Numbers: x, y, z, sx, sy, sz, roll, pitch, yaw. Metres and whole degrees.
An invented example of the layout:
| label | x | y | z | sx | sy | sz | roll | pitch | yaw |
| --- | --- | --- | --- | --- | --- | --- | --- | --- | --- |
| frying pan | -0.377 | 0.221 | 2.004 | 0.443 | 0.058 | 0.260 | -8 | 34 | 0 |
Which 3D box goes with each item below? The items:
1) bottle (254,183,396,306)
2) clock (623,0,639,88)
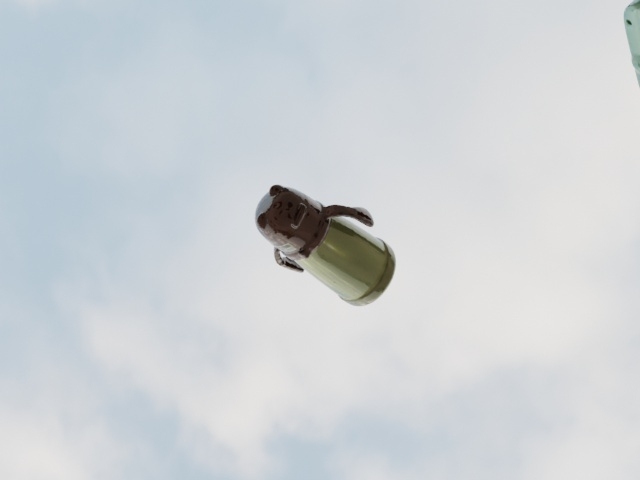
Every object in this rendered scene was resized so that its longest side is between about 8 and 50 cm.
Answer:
| label | x | y | z | sx | sy | sz | roll | pitch | yaw |
| --- | --- | --- | --- | --- | --- | --- | --- | --- | --- |
| bottle | 0.001 | -0.001 | 0.946 | 0.101 | 0.047 | 0.063 | 35 | -83 | -34 |
| clock | 0.227 | -0.083 | 0.818 | 0.041 | 0.101 | 0.135 | -40 | -133 | -12 |
